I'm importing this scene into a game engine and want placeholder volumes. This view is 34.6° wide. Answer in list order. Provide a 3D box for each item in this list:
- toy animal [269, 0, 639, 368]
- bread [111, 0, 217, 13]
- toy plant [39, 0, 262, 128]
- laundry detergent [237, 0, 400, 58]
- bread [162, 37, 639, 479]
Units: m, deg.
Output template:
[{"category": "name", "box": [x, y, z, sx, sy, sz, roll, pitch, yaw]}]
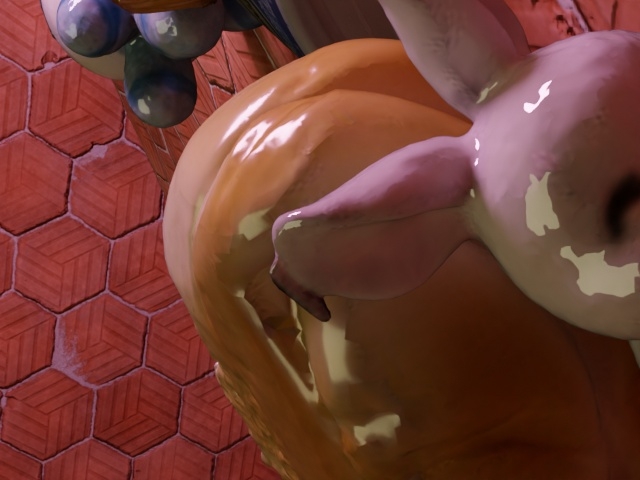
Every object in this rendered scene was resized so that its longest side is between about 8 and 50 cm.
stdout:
[{"category": "toy animal", "box": [0.151, 0.002, 0.461, 0.325, 0.208, 0.154, 18, 175, 9]}, {"category": "bread", "box": [-0.159, -0.297, 0.918, 0.199, 0.104, 0.199, -9, -90, -85]}, {"category": "toy plant", "box": [-0.182, -0.262, 1.150, 0.332, 0.247, 0.247, 45, 158, 61]}, {"category": "laundry detergent", "box": [-0.035, -0.251, 0.881, 0.215, 0.105, 0.280, 51, 180, -44]}, {"category": "bread", "box": [0.059, 0.090, 0.661, 0.424, 0.329, 0.245, 64, -161, -16]}]
